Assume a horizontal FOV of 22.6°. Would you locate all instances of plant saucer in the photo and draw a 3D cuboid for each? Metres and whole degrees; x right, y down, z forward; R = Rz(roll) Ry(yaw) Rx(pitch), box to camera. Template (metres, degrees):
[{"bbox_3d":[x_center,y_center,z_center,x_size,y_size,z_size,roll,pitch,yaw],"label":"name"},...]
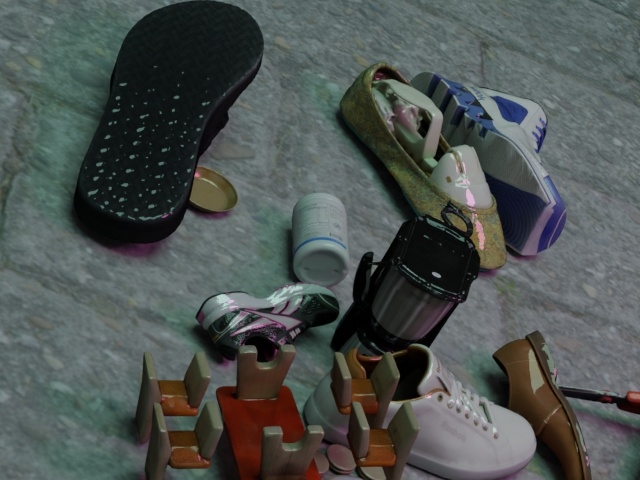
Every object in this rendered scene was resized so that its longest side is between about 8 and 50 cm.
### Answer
[{"bbox_3d":[-0.142,-0.060,1.969,0.083,0.015,0.083,20,36,-15],"label":"plant saucer"}]

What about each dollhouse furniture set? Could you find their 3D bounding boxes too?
[{"bbox_3d":[-0.040,0.230,1.580,0.262,0.135,0.259,1,37,-18],"label":"dollhouse furniture set"}]

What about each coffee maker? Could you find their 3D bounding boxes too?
[{"bbox_3d":[0.105,0.072,1.846,0.120,0.178,0.171,43,37,15],"label":"coffee maker"}]

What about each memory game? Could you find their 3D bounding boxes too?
[{"bbox_3d":[0.039,0.285,1.671,0.186,0.012,0.186,20,35,-15],"label":"memory game"}]

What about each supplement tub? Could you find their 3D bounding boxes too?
[{"bbox_3d":[0.000,0.000,1.954,0.071,0.071,0.107,20,34,-17],"label":"supplement tub"}]

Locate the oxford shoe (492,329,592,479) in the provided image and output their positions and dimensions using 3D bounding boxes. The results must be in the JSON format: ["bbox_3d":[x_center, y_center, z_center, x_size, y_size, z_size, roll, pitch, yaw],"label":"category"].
[{"bbox_3d":[0.264,0.213,1.905,0.076,0.076,0.212,-20,58,-4],"label":"oxford shoe"}]

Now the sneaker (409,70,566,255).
[{"bbox_3d":[0.272,-0.129,2.283,0.182,0.127,0.315,-6,47,-39],"label":"sneaker"}]

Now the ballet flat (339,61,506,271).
[{"bbox_3d":[0.150,-0.111,2.175,0.123,0.123,0.348,-7,49,-43],"label":"ballet flat"}]

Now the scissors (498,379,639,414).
[{"bbox_3d":[0.372,0.190,1.973,0.297,0.109,0.021,18,61,-19],"label":"scissors"}]

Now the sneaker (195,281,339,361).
[{"bbox_3d":[-0.053,0.101,1.801,0.178,0.072,0.077,-7,61,-33],"label":"sneaker"}]

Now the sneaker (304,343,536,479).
[{"bbox_3d":[0.136,0.186,1.777,0.290,0.123,0.106,13,36,-27],"label":"sneaker"}]

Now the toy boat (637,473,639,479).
[{"bbox_3d":[0.468,0.277,1.891,0.151,0.151,0.231,33,34,3],"label":"toy boat"}]

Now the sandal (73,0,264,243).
[{"bbox_3d":[-0.195,-0.146,1.971,0.167,0.107,0.446,20,45,2],"label":"sandal"}]
